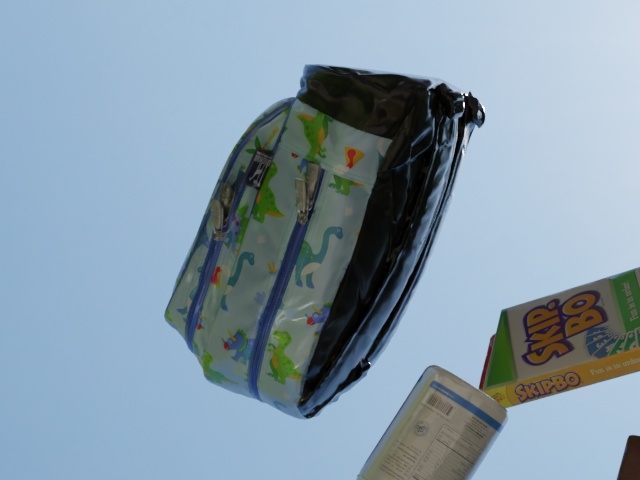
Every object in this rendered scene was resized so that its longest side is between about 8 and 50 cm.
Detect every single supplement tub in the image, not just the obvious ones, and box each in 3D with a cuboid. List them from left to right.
[{"bbox_3d":[0.077,0.148,1.179,0.071,0.071,0.107,34,-94,-9],"label":"supplement tub"}]

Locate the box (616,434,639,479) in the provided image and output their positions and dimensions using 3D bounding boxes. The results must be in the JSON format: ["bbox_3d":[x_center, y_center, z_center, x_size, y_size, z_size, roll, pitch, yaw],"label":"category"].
[{"bbox_3d":[0.287,0.307,1.112,0.191,0.381,0.143,7,-131,19],"label":"box"}]

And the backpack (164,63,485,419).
[{"bbox_3d":[0.000,0.000,1.688,0.273,0.356,0.290,10,-173,14],"label":"backpack"}]

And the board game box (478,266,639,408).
[{"bbox_3d":[0.259,0.084,1.573,0.039,0.259,0.124,53,-147,-24],"label":"board game box"}]
